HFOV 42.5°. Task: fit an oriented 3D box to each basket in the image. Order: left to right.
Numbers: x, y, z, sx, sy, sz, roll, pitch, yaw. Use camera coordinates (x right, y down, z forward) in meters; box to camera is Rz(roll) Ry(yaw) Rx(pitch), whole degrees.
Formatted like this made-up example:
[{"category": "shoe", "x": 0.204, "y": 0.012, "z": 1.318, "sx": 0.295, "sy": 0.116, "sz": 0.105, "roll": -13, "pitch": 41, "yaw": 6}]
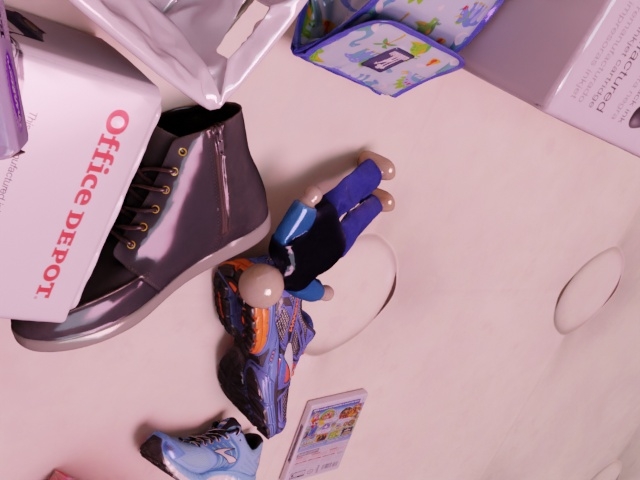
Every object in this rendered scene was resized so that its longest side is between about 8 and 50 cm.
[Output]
[{"category": "basket", "x": -0.102, "y": -0.177, "z": 0.487, "sx": 0.113, "sy": 0.103, "sz": 0.167, "roll": -50, "pitch": 141, "yaw": 2}]

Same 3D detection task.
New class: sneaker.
[{"category": "sneaker", "x": -0.141, "y": -0.017, "z": 0.608, "sx": 0.222, "sy": 0.083, "sz": 0.118, "roll": -35, "pitch": 134, "yaw": -29}, {"category": "sneaker", "x": -0.115, "y": 0.207, "z": 0.829, "sx": 0.162, "sy": 0.063, "sz": 0.073, "roll": 33, "pitch": 79, "yaw": -54}, {"category": "sneaker", "x": -0.043, "y": 0.103, "z": 0.782, "sx": 0.087, "sy": 0.083, "sz": 0.221, "roll": -24, "pitch": 136, "yaw": -31}]

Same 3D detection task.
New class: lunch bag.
[{"category": "lunch bag", "x": 0.062, "y": -0.186, "z": 0.638, "sx": 0.129, "sy": 0.096, "sz": 0.151, "roll": 11, "pitch": 128, "yaw": -48}]

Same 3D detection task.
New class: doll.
[{"category": "doll", "x": 0.000, "y": 0.000, "z": 0.714, "sx": 0.189, "sy": 0.046, "sz": 0.129, "roll": -41, "pitch": 142, "yaw": -39}]

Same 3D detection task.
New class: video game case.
[{"category": "video game case", "x": 0.004, "y": 0.233, "z": 0.977, "sx": 0.087, "sy": 0.011, "sz": 0.122, "roll": -3, "pitch": 123, "yaw": -39}]

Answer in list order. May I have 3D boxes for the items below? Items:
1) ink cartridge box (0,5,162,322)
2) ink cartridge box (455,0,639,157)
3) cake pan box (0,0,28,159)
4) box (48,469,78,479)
[{"category": "ink cartridge box", "x": -0.236, "y": -0.056, "z": 0.466, "sx": 0.237, "sy": 0.100, "sz": 0.172, "roll": 11, "pitch": 114, "yaw": -44}, {"category": "ink cartridge box", "x": 0.322, "y": -0.230, "z": 0.767, "sx": 0.395, "sy": 0.166, "sz": 0.285, "roll": 10, "pitch": 115, "yaw": -46}, {"category": "cake pan box", "x": -0.261, "y": -0.135, "z": 0.291, "sx": 0.266, "sy": 0.070, "sz": 0.246, "roll": -7, "pitch": 102, "yaw": -14}, {"category": "box", "x": -0.168, "y": 0.358, "z": 0.799, "sx": 0.154, "sy": 0.142, "sz": 0.300, "roll": -58, "pitch": 143, "yaw": -16}]
